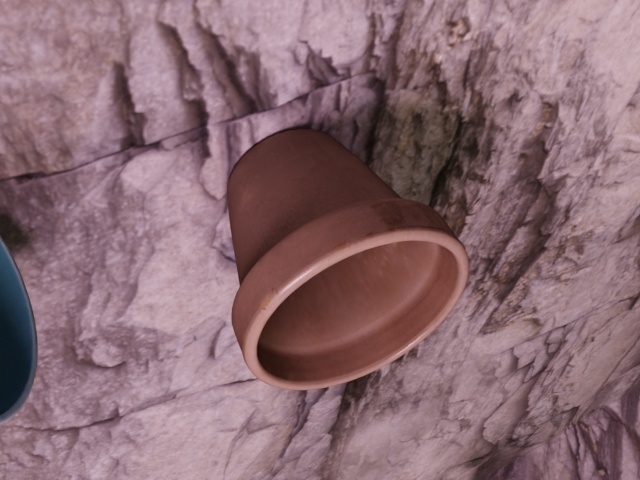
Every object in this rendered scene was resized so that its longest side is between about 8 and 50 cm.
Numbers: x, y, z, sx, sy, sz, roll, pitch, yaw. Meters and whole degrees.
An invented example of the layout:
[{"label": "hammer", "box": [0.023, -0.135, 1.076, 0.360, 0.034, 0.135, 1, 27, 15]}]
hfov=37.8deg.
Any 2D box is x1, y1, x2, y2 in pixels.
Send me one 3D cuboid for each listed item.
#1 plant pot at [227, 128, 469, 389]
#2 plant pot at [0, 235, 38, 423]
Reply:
[{"label": "plant pot", "box": [0.000, 0.000, 1.047, 0.263, 0.229, 0.263, -18, 145, -13]}, {"label": "plant pot", "box": [-0.445, 0.089, 0.843, 0.255, 0.272, 0.272, -25, 147, 11]}]
